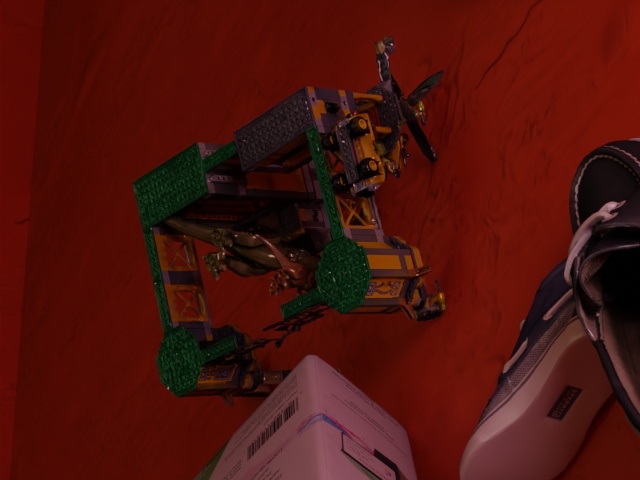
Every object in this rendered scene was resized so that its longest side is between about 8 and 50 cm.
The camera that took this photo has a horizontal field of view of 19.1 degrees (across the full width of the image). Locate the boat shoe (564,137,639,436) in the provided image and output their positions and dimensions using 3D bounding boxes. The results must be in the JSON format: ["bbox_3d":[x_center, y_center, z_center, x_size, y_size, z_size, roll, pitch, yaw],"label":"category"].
[{"bbox_3d":[0.198,0.022,1.139,0.302,0.091,0.114,-115,39,-59],"label":"boat shoe"}]

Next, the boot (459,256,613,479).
[{"bbox_3d":[0.153,0.093,1.297,0.190,0.069,0.086,-55,23,37],"label":"boot"}]

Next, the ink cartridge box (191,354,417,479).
[{"bbox_3d":[-0.027,0.236,1.463,0.201,0.117,0.278,-48,13,11],"label":"ink cartridge box"}]

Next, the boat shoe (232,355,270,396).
[{"bbox_3d":[-0.084,0.138,1.977,0.135,0.050,0.045,180,94,-71],"label":"boat shoe"}]

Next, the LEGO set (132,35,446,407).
[{"bbox_3d":[0.000,0.000,1.656,0.331,0.192,0.255,-38,62,39],"label":"LEGO set"}]

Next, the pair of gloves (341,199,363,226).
[{"bbox_3d":[0.032,-0.006,1.771,0.074,0.010,0.083,125,148,-52],"label":"pair of gloves"}]
